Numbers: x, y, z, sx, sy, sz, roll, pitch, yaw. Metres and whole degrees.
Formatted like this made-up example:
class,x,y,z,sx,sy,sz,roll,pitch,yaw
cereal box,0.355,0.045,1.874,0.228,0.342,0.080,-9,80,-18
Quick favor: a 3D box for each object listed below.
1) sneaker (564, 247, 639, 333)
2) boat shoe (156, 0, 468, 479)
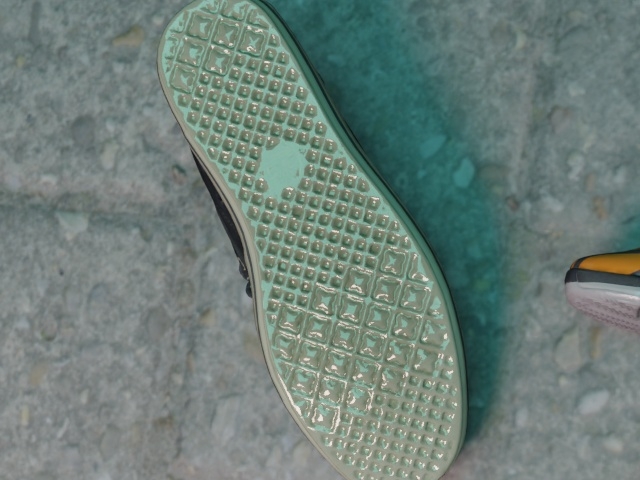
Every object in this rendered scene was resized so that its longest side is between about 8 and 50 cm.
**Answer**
class,x,y,z,sx,sy,sz,roll,pitch,yaw
sneaker,0.378,-0.006,1.228,0.321,0.124,0.180,3,75,8
boat shoe,0.000,0.000,1.325,0.187,0.156,0.500,-27,83,6
